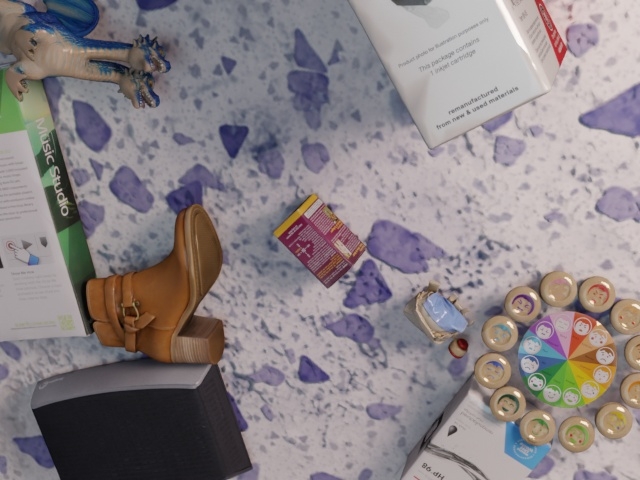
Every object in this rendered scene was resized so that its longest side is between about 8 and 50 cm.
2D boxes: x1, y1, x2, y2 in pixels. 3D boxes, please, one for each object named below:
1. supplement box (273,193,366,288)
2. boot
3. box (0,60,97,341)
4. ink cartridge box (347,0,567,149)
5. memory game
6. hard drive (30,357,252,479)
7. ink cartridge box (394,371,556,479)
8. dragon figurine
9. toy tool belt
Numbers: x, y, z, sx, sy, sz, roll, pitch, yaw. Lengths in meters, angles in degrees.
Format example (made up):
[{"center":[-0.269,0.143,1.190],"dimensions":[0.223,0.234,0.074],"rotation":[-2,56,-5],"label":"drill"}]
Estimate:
[{"center":[0.000,0.000,1.034],"dimensions":[0.083,0.055,0.043],"rotation":[46,118,-2],"label":"supplement box"},{"center":[-0.191,0.049,1.105],"dimensions":[0.152,0.073,0.197],"rotation":[6,110,18],"label":"boot"},{"center":[-0.396,-0.036,1.148],"dimensions":[0.232,0.058,0.322],"rotation":[-5,110,19],"label":"box"},{"center":[0.092,-0.239,0.833],"dimensions":[0.114,0.197,0.272],"rotation":[-25,101,24],"label":"ink cartridge box"},{"center":[0.249,0.122,0.989],"dimensions":[0.186,0.012,0.186],"rotation":[0,93,6],"label":"memory game"},{"center":[-0.223,0.232,1.193],"dimensions":[0.255,0.054,0.172],"rotation":[-10,106,21],"label":"hard drive"},{"center":[0.159,0.242,1.070],"dimensions":[0.104,0.060,0.180],"rotation":[33,116,3],"label":"ink cartridge box"},{"center":[-0.287,-0.215,1.026],"dimensions":[0.289,0.144,0.085],"rotation":[34,120,25],"label":"dragon figurine"},{"center":[0.131,0.081,1.024],"dimensions":[0.083,0.052,0.051],"rotation":[42,125,-2],"label":"toy tool belt"}]
